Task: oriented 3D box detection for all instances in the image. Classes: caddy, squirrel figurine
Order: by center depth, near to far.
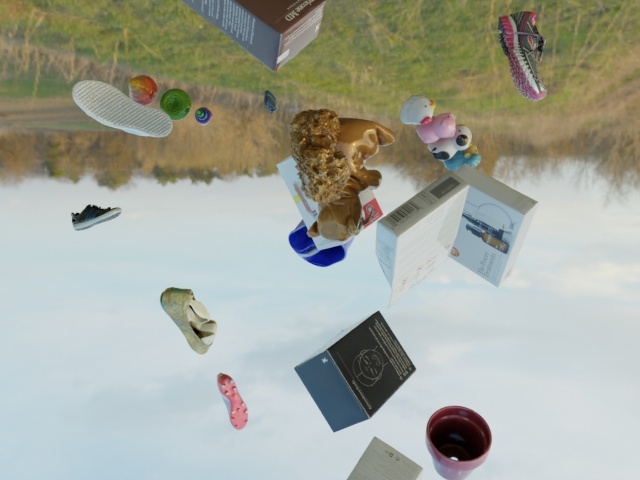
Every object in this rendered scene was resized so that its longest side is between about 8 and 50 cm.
[{"bbox_3d":[0.030,-0.189,1.734,0.280,0.371,0.397,3,173,31],"label":"squirrel figurine"},{"bbox_3d":[0.000,0.000,2.544,0.341,0.241,0.179,-27,-156,56],"label":"caddy"}]

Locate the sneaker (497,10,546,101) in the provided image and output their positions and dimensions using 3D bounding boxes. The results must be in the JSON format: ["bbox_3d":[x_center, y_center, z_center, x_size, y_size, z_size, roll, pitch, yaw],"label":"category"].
[{"bbox_3d":[0.617,-0.556,1.684,0.111,0.300,0.121,-13,163,10],"label":"sneaker"}]

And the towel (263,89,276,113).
[{"bbox_3d":[-0.215,-0.597,2.427,0.029,0.067,0.120,-30,-145,22],"label":"towel"}]

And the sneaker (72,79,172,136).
[{"bbox_3d":[-0.725,-0.454,2.032,0.150,0.135,0.365,7,168,46],"label":"sneaker"}]

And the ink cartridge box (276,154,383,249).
[{"bbox_3d":[0.041,-0.199,2.236,0.279,0.385,0.160,-33,-168,-39],"label":"ink cartridge box"}]

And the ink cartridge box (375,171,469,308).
[{"bbox_3d":[0.304,0.007,1.773,0.308,0.385,0.091,-35,-121,-23],"label":"ink cartridge box"}]

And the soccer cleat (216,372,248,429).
[{"bbox_3d":[-0.353,0.640,2.266,0.083,0.248,0.095,-25,-158,-22],"label":"soccer cleat"}]

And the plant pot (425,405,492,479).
[{"bbox_3d":[0.426,0.656,1.789,0.201,0.180,0.201,-1,-141,1],"label":"plant pot"}]

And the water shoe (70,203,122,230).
[{"bbox_3d":[-0.831,-0.100,2.085,0.203,0.080,0.073,-19,180,10],"label":"water shoe"}]

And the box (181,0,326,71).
[{"bbox_3d":[-0.195,-0.629,1.451,0.191,0.381,0.143,-49,174,-28],"label":"box"}]

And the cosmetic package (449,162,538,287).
[{"bbox_3d":[0.567,-0.047,1.989,0.097,0.377,0.284,-36,-124,-28],"label":"cosmetic package"}]

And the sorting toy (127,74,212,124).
[{"bbox_3d":[-0.598,-0.548,2.192,0.365,0.127,0.126,24,-179,3],"label":"sorting toy"}]

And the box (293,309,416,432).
[{"bbox_3d":[0.145,0.505,2.228,0.212,0.294,0.395,-37,173,39],"label":"box"}]

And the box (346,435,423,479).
[{"bbox_3d":[0.136,0.782,1.635,0.168,0.215,0.345,28,-118,24],"label":"box"}]

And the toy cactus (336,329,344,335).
[{"bbox_3d":[0.134,0.475,2.674,0.112,0.219,0.180,46,-145,20],"label":"toy cactus"}]

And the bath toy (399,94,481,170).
[{"bbox_3d":[0.412,-0.366,1.923,0.348,0.151,0.129,34,-166,-38],"label":"bath toy"}]

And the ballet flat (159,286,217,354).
[{"bbox_3d":[-0.401,0.269,1.851,0.123,0.349,0.123,-9,-132,10],"label":"ballet flat"}]
